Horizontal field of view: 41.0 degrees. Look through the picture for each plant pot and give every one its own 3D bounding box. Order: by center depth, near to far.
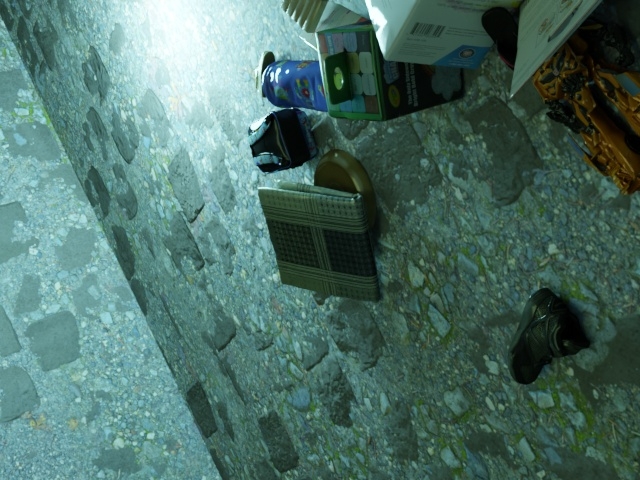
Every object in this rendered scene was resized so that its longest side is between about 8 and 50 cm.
[{"bbox_3d":[0.051,-0.111,2.146,0.236,0.032,0.236,32,132,44],"label":"plant pot"}]

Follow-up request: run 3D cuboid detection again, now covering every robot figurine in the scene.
[{"bbox_3d":[0.468,-0.229,1.422,0.291,0.085,0.211,55,144,21],"label":"robot figurine"}]

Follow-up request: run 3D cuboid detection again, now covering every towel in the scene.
[{"bbox_3d":[0.000,0.000,2.179,0.324,0.056,0.312,10,126,34],"label":"towel"}]

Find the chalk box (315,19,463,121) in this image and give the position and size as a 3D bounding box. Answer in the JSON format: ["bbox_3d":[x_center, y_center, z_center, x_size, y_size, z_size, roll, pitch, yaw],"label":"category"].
[{"bbox_3d":[0.114,-0.341,1.690,0.179,0.289,0.180,16,119,52],"label":"chalk box"}]

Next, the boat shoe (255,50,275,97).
[{"bbox_3d":[-0.151,-0.441,2.245,0.045,0.050,0.135,39,137,30],"label":"boat shoe"}]

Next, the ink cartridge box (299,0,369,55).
[{"bbox_3d":[0.044,-0.443,1.872,0.067,0.115,0.198,40,-174,-38],"label":"ink cartridge box"}]

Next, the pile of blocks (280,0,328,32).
[{"bbox_3d":[0.015,-0.632,1.830,0.149,0.113,0.362,26,119,40],"label":"pile of blocks"}]

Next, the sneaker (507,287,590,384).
[{"bbox_3d":[0.449,0.218,1.692,0.130,0.087,0.227,45,135,43],"label":"sneaker"}]

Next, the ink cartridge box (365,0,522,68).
[{"bbox_3d":[0.228,-0.470,1.496,0.270,0.198,0.197,122,141,-50],"label":"ink cartridge box"}]

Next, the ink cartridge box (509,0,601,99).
[{"bbox_3d":[0.403,-0.381,1.309,0.296,0.066,0.261,127,161,-53],"label":"ink cartridge box"}]

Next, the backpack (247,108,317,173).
[{"bbox_3d":[-0.110,-0.254,2.224,0.173,0.117,0.158,-14,96,57],"label":"backpack"}]

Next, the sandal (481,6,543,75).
[{"bbox_3d":[0.338,-0.336,1.494,0.067,0.179,0.040,-24,48,32],"label":"sandal"}]

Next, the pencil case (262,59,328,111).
[{"bbox_3d":[-0.010,-0.361,2.020,0.306,0.119,0.133,17,134,51],"label":"pencil case"}]
